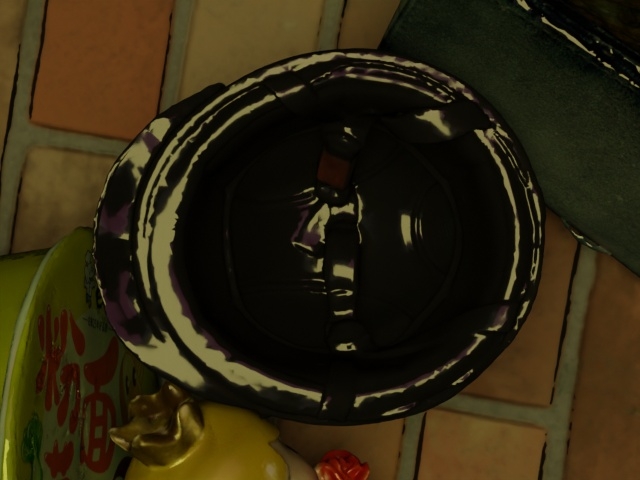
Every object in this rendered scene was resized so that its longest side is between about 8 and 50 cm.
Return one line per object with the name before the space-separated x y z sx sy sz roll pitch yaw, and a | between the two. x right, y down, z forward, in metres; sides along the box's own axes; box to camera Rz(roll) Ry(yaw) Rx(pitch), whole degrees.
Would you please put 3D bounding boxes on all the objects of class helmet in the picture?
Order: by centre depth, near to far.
helmet | 0.000 0.000 1.231 0.279 0.160 0.230 -8 90 -1

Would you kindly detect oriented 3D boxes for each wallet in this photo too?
wallet | 0.204 -0.044 1.219 0.379 0.190 0.046 36 63 1

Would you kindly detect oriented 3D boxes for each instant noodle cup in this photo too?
instant noodle cup | -0.242 0.148 1.194 0.222 0.311 0.311 -2 91 12

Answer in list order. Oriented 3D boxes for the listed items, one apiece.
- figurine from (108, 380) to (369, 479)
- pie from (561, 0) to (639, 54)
figurine | -0.023 0.173 1.233 0.185 0.127 0.234 -25 106 -4
pie | 0.237 -0.129 1.157 0.302 0.302 0.067 35 90 1
